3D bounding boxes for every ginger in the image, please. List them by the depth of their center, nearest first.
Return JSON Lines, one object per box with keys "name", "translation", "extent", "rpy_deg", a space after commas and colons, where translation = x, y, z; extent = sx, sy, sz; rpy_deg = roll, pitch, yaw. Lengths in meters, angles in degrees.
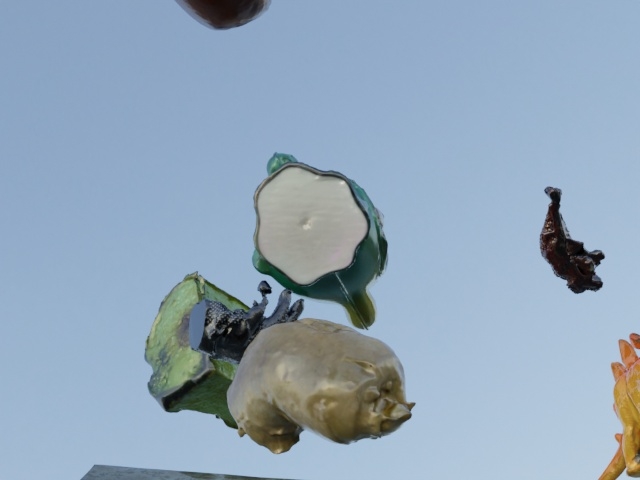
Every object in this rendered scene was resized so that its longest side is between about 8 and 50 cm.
{"name": "ginger", "translation": [-0.002, 0.169, 1.198], "extent": [0.267, 0.152, 0.138], "rpy_deg": [-8, 6, 45]}

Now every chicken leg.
{"name": "chicken leg", "translation": [0.411, 0.009, 1.697], "extent": [0.089, 0.048, 0.219], "rpy_deg": [-40, -68, -1]}

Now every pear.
{"name": "pear", "translation": [-0.170, 0.214, 1.818], "extent": [0.255, 0.238, 0.164], "rpy_deg": [28, -57, -38]}

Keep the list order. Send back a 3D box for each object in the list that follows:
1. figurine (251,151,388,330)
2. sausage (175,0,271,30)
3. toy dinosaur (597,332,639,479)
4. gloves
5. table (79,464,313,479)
{"name": "figurine", "translation": [0.000, 0.000, 1.728], "extent": [0.231, 0.324, 0.340], "rpy_deg": [-28, -14, 3]}
{"name": "sausage", "translation": [-0.140, -0.296, 0.932], "extent": [0.089, 0.083, 0.300], "rpy_deg": [-24, -42, 13]}
{"name": "toy dinosaur", "translation": [0.281, 0.133, 0.861], "extent": [0.070, 0.117, 0.288], "rpy_deg": [3, -31, -11]}
{"name": "gloves", "translation": [-0.093, 0.131, 1.467], "extent": [0.180, 0.106, 0.129], "rpy_deg": [9, -43, -18]}
{"name": "table", "translation": [-0.098, 0.398, 0.996], "extent": [0.335, 0.222, 0.272], "rpy_deg": [3, -81, 7]}
